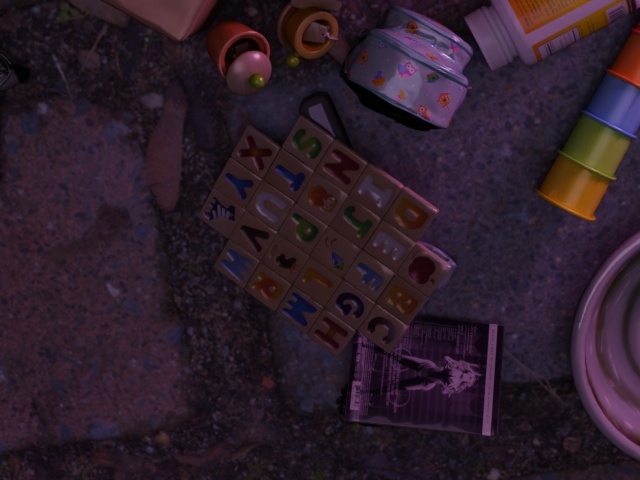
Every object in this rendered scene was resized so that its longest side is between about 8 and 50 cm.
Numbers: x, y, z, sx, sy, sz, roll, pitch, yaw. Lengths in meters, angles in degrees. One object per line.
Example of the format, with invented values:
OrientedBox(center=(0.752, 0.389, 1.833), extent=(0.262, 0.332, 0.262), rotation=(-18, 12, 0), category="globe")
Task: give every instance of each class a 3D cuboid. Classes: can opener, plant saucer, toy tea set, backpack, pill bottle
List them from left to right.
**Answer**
OrientedBox(center=(0.000, -0.318, 1.413), extent=(0.200, 0.124, 0.336), rotation=(17, 113, -44), category="toy tea set")
OrientedBox(center=(0.022, -0.064, 1.552), extent=(0.095, 0.076, 0.283), rotation=(-23, 103, 8), category="can opener")
OrientedBox(center=(0.117, -0.221, 1.442), extent=(0.166, 0.188, 0.144), rotation=(30, 106, -5), category="backpack")
OrientedBox(center=(0.301, -0.308, 1.444), extent=(0.215, 0.117, 0.117), rotation=(-27, 103, 10), category="pill bottle")
OrientedBox(center=(0.549, 0.136, 1.567), extent=(0.401, 0.100, 0.400), rotation=(1, 106, 2), category="plant saucer")

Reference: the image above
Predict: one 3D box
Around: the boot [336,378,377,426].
OrientedBox(center=(0.089, 0.232, 1.650), extent=(0.121, 0.045, 0.099), rotation=(17, 105, 4), category="boot")

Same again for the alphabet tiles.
OrientedBox(center=(0.000, 0.000, 1.547), extent=(0.342, 0.011, 0.285), rotation=(35, 119, 5), category="alphabet tiles")

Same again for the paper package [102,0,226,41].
OrientedBox(center=(-0.212, -0.464, 1.403), extent=(0.309, 0.168, 0.324), rotation=(30, 106, -4), category="paper package")

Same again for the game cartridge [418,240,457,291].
OrientedBox(center=(0.154, 0.033, 1.604), extent=(0.083, 0.017, 0.056), rotation=(27, 109, -5), category="game cartridge")

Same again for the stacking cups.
OrientedBox(center=(0.407, -0.181, 1.486), extent=(0.096, 0.096, 0.316), rotation=(27, 106, -5), category="stacking cups")

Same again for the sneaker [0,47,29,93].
OrientedBox(center=(-0.462, -0.186, 1.541), extent=(0.132, 0.086, 0.228), rotation=(-16, 104, 5), category="sneaker")

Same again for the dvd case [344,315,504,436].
OrientedBox(center=(0.152, 0.193, 1.607), extent=(0.221, 0.018, 0.164), rotation=(6, 75, 1), category="dvd case")
